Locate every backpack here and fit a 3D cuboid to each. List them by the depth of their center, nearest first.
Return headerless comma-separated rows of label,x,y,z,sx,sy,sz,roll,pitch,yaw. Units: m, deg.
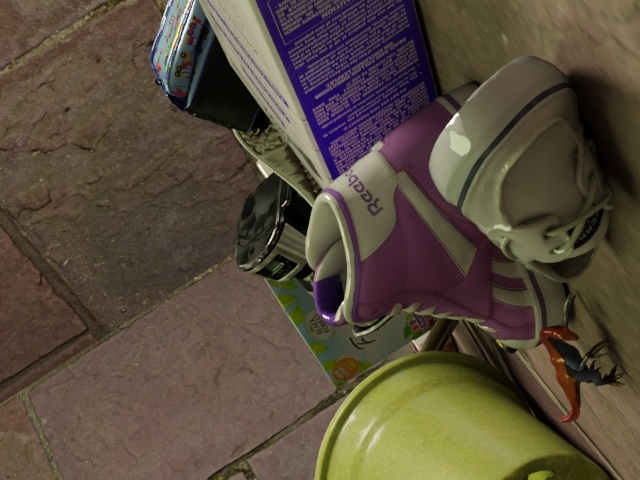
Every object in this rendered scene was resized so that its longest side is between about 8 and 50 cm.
backpack,-0.095,-0.202,1.282,0.117,0.158,0.173,15,-161,-20

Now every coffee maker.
coffee maker,0.000,0.000,1.476,0.178,0.120,0.171,31,-160,-24

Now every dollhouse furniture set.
dollhouse furniture set,0.194,0.165,1.579,0.151,0.123,0.144,31,-170,14

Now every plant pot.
plant pot,0.168,0.273,1.368,0.276,0.276,0.254,58,165,-19

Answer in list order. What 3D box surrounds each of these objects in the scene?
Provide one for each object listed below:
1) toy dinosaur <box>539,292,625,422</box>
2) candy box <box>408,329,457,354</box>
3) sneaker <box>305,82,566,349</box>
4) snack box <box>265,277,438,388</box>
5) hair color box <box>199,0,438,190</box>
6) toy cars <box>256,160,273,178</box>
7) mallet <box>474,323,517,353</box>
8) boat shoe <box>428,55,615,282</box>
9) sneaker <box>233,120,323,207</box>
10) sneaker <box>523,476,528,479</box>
toy dinosaur,0.174,0.086,0.920,0.082,0.090,0.047,19,-174,-39
candy box,0.124,0.101,1.898,0.187,0.053,0.109,57,177,30
sneaker,0.073,0.019,0.931,0.102,0.161,0.282,53,176,38
snack box,0.039,0.057,1.653,0.207,0.174,0.070,60,177,-34
hair color box,-0.021,-0.176,0.905,0.185,0.110,0.339,54,174,27
toy cars,-0.069,-0.142,2.114,0.176,0.087,0.394,58,177,-19
mallet,0.156,0.078,1.391,0.190,0.039,0.062,46,168,53
boat shoe,0.116,-0.028,0.678,0.076,0.083,0.226,44,-175,16
sneaker,0.045,-0.064,1.377,0.290,0.106,0.123,48,-147,1
sneaker,0.284,0.329,1.683,0.222,0.083,0.118,49,-166,16
